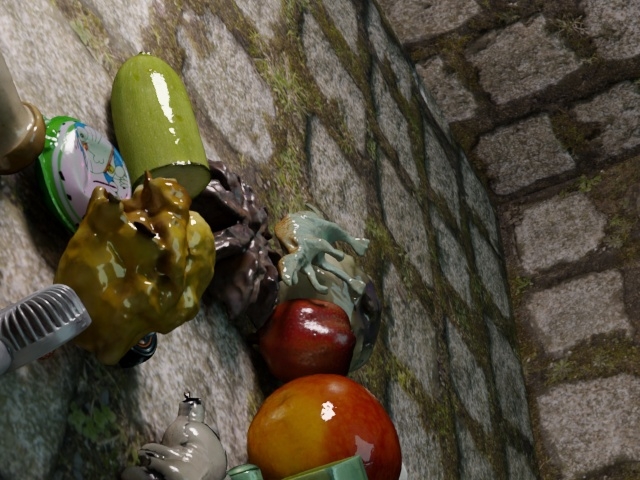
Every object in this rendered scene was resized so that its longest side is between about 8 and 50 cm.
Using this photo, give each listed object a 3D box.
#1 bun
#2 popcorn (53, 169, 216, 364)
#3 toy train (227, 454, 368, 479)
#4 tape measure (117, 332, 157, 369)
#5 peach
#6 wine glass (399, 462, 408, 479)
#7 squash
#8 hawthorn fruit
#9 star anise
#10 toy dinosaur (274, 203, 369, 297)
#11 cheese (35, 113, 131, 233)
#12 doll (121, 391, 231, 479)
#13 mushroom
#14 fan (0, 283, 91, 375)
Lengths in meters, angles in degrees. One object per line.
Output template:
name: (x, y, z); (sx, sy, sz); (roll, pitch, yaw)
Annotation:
bun: (0.023, 0.141, 2.081); (0.273, 0.168, 0.273); (35, 49, -53)
popcorn: (-0.234, 0.036, 1.372); (0.191, 0.190, 0.253); (163, -52, -79)
toy train: (-0.012, 0.499, 1.517); (0.160, 0.253, 0.397); (7, 64, -66)
tape measure: (-0.271, 0.132, 1.483); (0.094, 0.054, 0.091); (33, 42, -49)
peach: (0.004, 0.338, 1.741); (0.281, 0.238, 0.281); (16, 38, -13)
wine glass: (0.078, 0.450, 1.950); (0.196, 0.165, 0.165); (5, 67, -75)
squash: (-0.265, -0.187, 1.697); (0.132, 0.132, 0.247); (31, 38, -60)
hawthorn fruit: (-0.034, 0.186, 1.884); (0.169, 0.188, 0.169); (176, -90, -82)
star anise: (-0.148, -0.006, 1.838); (0.331, 0.118, 0.331); (60, 14, -26)
toy dinosaur: (0.000, 0.000, 1.957); (0.205, 0.092, 0.393); (27, 28, -19)
cheese: (-0.307, -0.057, 1.523); (0.320, 0.083, 0.204); (50, 28, -42)
doll: (-0.189, 0.314, 1.465); (0.149, 0.095, 0.192); (63, 23, -12)
mushroom: (-0.448, -0.210, 1.258); (0.350, 0.128, 0.128); (55, 24, -46)
fan: (-0.359, 0.126, 1.185); (0.244, 0.130, 0.074); (-40, 106, -55)
